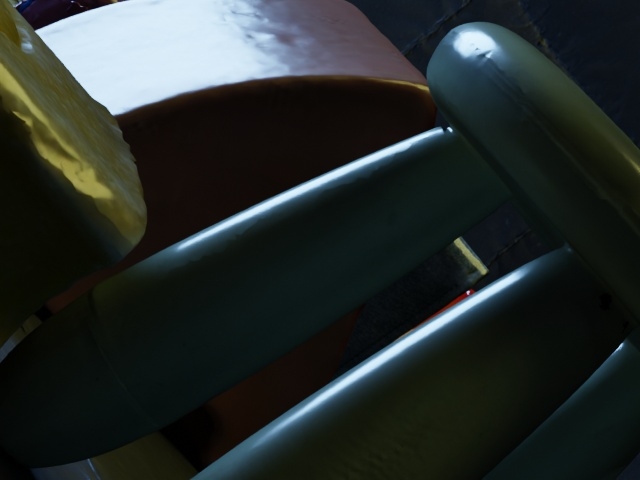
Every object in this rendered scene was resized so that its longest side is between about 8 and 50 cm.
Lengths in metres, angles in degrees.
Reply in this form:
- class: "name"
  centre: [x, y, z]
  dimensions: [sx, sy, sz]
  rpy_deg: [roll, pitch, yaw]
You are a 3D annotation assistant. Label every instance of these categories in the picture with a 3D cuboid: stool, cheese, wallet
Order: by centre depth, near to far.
- class: "stool"
  centre: [0.033, 0.067, 0.568]
  dimensions: [0.195, 0.199, 0.195]
  rpy_deg: [51, 3, -26]
- class: "cheese"
  centre: [-0.034, -0.023, 0.840]
  dimensions: [0.203, 0.177, 0.128]
  rpy_deg: [48, 4, -31]
- class: "wallet"
  centre: [-0.002, 0.001, 1.243]
  dimensions: [0.167, 0.036, 0.222]
  rpy_deg: [53, -34, 1]

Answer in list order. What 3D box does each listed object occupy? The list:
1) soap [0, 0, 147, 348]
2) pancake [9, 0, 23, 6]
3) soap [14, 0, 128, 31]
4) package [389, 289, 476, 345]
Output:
- class: "soap"
  centre: [-0.173, -0.096, 0.591]
  dimensions: [0.274, 0.089, 0.173]
  rpy_deg: [50, 2, -20]
- class: "pancake"
  centre: [-0.141, -0.140, 1.415]
  dimensions: [0.235, 0.029, 0.212]
  rpy_deg: [30, 15, 34]
- class: "soap"
  centre: [-0.109, -0.062, 1.090]
  dimensions: [0.162, 0.099, 0.250]
  rpy_deg: [59, 6, 23]
- class: "package"
  centre: [0.135, 0.132, 1.792]
  dimensions: [0.196, 0.123, 0.423]
  rpy_deg: [45, -2, 5]
